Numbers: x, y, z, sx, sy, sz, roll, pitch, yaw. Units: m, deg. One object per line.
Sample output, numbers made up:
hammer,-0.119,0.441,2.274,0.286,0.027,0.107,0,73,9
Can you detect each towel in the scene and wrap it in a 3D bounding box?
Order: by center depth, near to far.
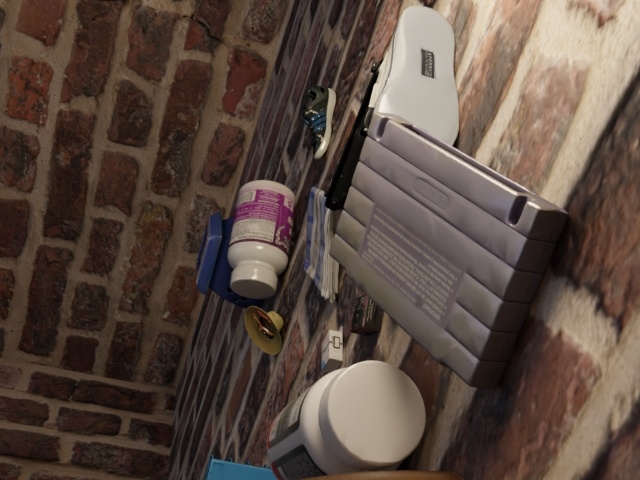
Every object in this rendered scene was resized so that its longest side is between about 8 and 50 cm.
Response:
towel,0.000,0.000,1.785,0.285,0.034,0.209,-131,43,-75

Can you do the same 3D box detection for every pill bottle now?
pill bottle,0.033,0.274,1.179,0.283,0.161,0.161,128,152,-60
pill bottle,-0.164,0.000,2.273,0.169,0.169,0.302,126,155,-59

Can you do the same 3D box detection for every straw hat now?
straw hat,-0.128,0.217,2.125,0.061,0.144,0.144,-34,-17,-37

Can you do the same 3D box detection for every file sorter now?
file sorter,-0.159,0.521,1.728,0.104,0.170,0.118,163,119,-79

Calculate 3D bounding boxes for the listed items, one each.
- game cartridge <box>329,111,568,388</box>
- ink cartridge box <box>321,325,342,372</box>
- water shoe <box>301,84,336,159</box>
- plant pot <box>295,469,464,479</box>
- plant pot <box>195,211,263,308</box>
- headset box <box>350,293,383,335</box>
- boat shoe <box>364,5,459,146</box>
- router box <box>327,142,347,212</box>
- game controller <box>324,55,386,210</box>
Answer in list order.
game cartridge,0.139,-0.001,1.034,0.355,0.068,0.230,44,125,53
ink cartridge box,0.022,0.206,1.585,0.048,0.028,0.083,117,162,-44
water shoe,-0.014,-0.303,2.135,0.073,0.080,0.203,132,149,-65
plant pot,0.033,0.354,0.945,0.215,0.230,0.215,-166,90,-77
plant pot,-0.263,0.052,2.539,0.236,0.212,0.236,-105,31,-66
headset box,0.082,0.125,1.409,0.083,0.032,0.062,140,142,-71
boat shoe,0.128,-0.207,1.324,0.156,0.135,0.367,120,162,-50
router box,0.054,-0.133,1.773,0.092,0.038,0.122,-95,22,-55
game controller,0.090,-0.206,1.564,0.166,0.067,0.319,-62,-6,-61
